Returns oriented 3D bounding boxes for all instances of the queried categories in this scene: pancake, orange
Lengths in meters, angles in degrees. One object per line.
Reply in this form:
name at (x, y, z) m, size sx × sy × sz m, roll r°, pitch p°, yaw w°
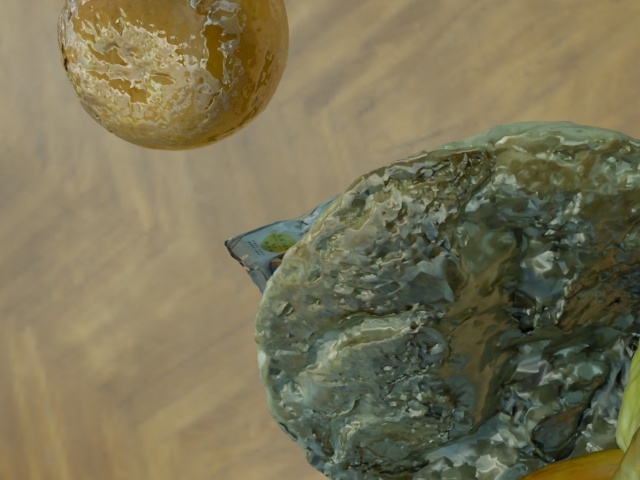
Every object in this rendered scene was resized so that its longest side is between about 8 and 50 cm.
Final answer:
pancake at (0.135, 0.068, 1.181) m, size 0.387 × 0.387 × 0.082 m, roll -52°, pitch 25°, yaw 32°
orange at (-0.135, -0.191, 1.521) m, size 0.219 × 0.193 × 0.219 m, roll 2°, pitch 101°, yaw 12°

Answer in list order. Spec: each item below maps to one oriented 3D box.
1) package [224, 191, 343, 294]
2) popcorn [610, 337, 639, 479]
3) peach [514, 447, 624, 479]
package at (0.000, 0.000, 1.681) m, size 0.173 × 0.171 × 0.027 m, roll -21°, pitch 63°, yaw 7°
popcorn at (0.240, 0.077, 0.756) m, size 0.212 × 0.259 × 0.259 m, roll 4°, pitch 89°, yaw 8°
peach at (0.220, 0.277, 0.962) m, size 0.373 × 0.373 × 0.289 m, roll 7°, pitch 69°, yaw 48°
